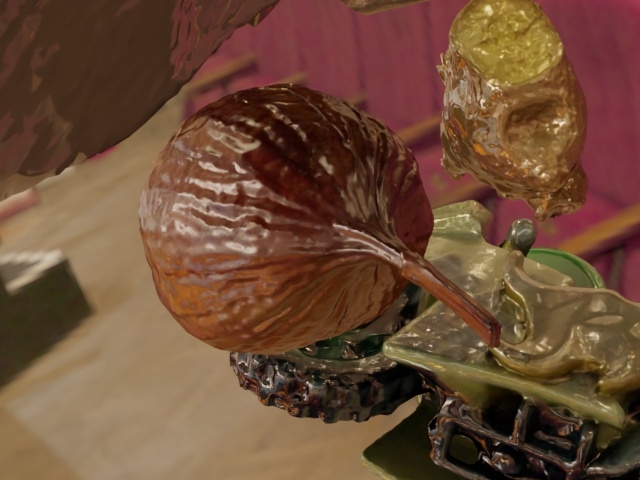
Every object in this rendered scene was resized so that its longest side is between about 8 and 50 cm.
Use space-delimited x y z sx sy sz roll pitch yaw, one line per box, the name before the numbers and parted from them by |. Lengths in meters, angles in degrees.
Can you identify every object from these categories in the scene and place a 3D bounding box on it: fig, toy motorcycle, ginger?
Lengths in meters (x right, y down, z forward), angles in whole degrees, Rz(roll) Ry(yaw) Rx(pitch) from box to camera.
fig | 0.000 0.000 0.813 0.146 0.133 0.201 -31 22 -13
toy motorcycle | 0.153 0.098 1.137 0.410 0.168 0.237 22 39 16
ginger | 0.180 -0.109 1.649 0.123 0.219 0.270 -26 -16 -6

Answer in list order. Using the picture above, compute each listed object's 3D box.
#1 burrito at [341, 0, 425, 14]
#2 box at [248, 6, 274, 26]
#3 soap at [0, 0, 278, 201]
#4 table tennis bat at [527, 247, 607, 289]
burrito | 0.101 -0.281 1.750 0.226 0.087 0.060 -9 41 31
box | -0.120 -0.291 1.397 0.074 0.240 0.153 -51 -2 -18
soap | -0.065 -0.227 0.535 0.435 0.213 0.350 -48 -15 -38
table tennis bat | 0.172 0.081 1.235 0.257 0.039 0.160 4 68 52
